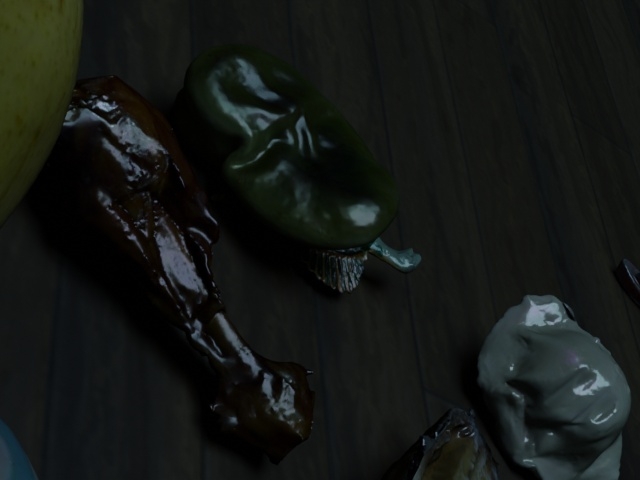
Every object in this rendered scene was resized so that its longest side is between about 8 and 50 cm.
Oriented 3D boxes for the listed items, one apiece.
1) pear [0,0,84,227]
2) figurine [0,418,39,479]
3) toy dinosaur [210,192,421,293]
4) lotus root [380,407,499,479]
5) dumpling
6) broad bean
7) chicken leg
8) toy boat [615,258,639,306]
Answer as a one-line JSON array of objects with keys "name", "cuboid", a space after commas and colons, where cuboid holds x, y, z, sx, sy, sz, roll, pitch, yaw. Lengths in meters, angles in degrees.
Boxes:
[{"name": "pear", "cuboid": [-0.270, -0.108, 0.702, 0.309, 0.309, 0.309, 32, 37, -27]}, {"name": "figurine", "cuboid": [-0.114, 0.292, 0.632, 0.361, 0.266, 0.378, 50, -13, 51]}, {"name": "toy dinosaur", "cuboid": [0.002, -0.002, 1.161, 0.187, 0.044, 0.106, -6, 65, -48]}, {"name": "lotus root", "cuboid": [0.061, 0.236, 0.966, 0.167, 0.078, 0.329, 67, 26, -18]}, {"name": "dumpling", "cuboid": [0.206, 0.143, 1.218, 0.127, 0.108, 0.188, -29, 98, -35]}, {"name": "broad bean", "cuboid": [-0.026, -0.075, 1.131, 0.206, 0.072, 0.153, 41, 50, 2]}, {"name": "chicken leg", "cuboid": [-0.105, 0.024, 0.970, 0.113, 0.093, 0.304, -31, 91, -40]}, {"name": "toy boat", "cuboid": [0.403, 0.034, 1.542, 0.096, 0.122, 0.034, 48, 30, -6]}]
